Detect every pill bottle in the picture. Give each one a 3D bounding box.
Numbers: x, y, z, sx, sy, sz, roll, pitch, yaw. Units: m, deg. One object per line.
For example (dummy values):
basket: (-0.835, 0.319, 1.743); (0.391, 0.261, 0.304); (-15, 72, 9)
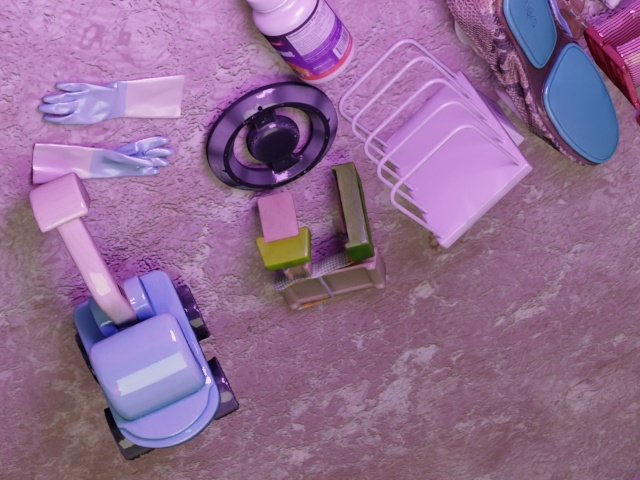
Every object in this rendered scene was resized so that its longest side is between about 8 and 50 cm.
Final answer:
pill bottle: (-0.036, -0.333, 1.960); (0.108, 0.108, 0.193); (-36, 137, 8)

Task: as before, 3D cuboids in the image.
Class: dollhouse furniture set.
dollhouse furniture set: (0.000, 0.000, 2.336); (0.197, 0.151, 0.301); (-13, 160, 6)
dollhouse furniture set: (0.632, -0.287, 2.321); (0.201, 0.152, 0.374); (-33, 138, 5)

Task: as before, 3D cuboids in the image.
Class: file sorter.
file sorter: (0.173, -0.170, 2.109); (0.193, 0.278, 0.173); (-44, 131, 16)

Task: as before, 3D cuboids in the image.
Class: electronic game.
electronic game: (-0.079, -0.169, 2.141); (0.229, 0.048, 0.229); (-17, 140, -14)

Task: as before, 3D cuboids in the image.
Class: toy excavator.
toy excavator: (-0.318, 0.128, 2.137); (0.222, 0.433, 0.445); (-24, 169, -5)

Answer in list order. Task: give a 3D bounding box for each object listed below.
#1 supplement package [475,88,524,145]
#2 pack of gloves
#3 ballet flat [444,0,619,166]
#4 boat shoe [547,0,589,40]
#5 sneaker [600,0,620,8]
supplement package: (0.247, -0.165, 2.274); (0.105, 0.105, 0.179); (26, 116, -42)
pack of gloves: (-0.327, -0.162, 2.021); (0.232, 0.046, 0.195); (-6, 134, -23)
ballet flat: (0.339, -0.300, 2.148); (0.483, 0.182, 0.164); (45, 69, -44)
boat shoe: (0.404, -0.398, 2.168); (0.066, 0.066, 0.183); (-38, 147, 3)
sneaker: (0.476, -0.488, 2.107); (0.115, 0.090, 0.232); (-37, 146, 0)
